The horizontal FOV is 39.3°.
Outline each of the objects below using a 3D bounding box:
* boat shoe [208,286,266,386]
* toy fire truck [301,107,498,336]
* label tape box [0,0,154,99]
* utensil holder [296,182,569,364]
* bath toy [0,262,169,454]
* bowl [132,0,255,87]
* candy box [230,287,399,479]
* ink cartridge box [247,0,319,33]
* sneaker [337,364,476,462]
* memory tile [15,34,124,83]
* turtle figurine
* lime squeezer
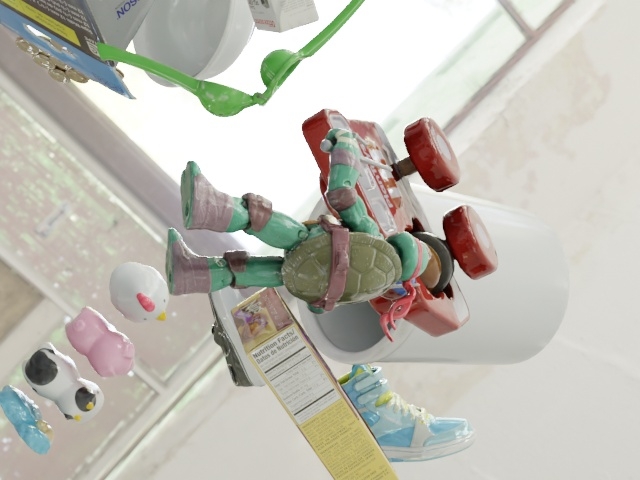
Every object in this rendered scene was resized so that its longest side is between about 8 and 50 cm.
[{"bbox_3d":[-0.100,0.106,1.003,0.040,0.142,0.049,-14,-161,19],"label":"boat shoe"},{"bbox_3d":[0.088,-0.018,1.118,0.169,0.302,0.254,-25,176,23],"label":"toy fire truck"},{"bbox_3d":[-0.308,-0.342,0.987,0.115,0.249,0.347,-50,157,-19],"label":"label tape box"},{"bbox_3d":[0.204,0.068,1.602,0.328,0.386,0.327,-17,-111,52],"label":"utensil holder"},{"bbox_3d":[-0.384,0.195,1.528,0.348,0.151,0.129,-48,-151,-6],"label":"bath toy"},{"bbox_3d":[-0.209,-0.419,1.640,0.134,0.297,0.298,0,157,-46],"label":"bowl"},{"bbox_3d":[-0.007,0.139,0.814,0.053,0.186,0.109,-32,-161,-3],"label":"candy box"},{"bbox_3d":[-0.060,-0.324,1.086,0.056,0.135,0.099,-25,-158,-14],"label":"ink cartridge box"},{"bbox_3d":[0.153,0.340,1.836,0.319,0.208,0.127,-5,-178,2],"label":"sneaker"},{"bbox_3d":[-0.369,-0.268,1.326,0.148,0.113,0.012,5,-115,31],"label":"memory tile"},{"bbox_3d":[0.000,0.000,0.721,0.118,0.234,0.175,-123,-138,-58],"label":"turtle figurine"},{"bbox_3d":[-0.073,-0.192,0.954,0.311,0.109,0.059,-14,164,3],"label":"lime squeezer"}]
